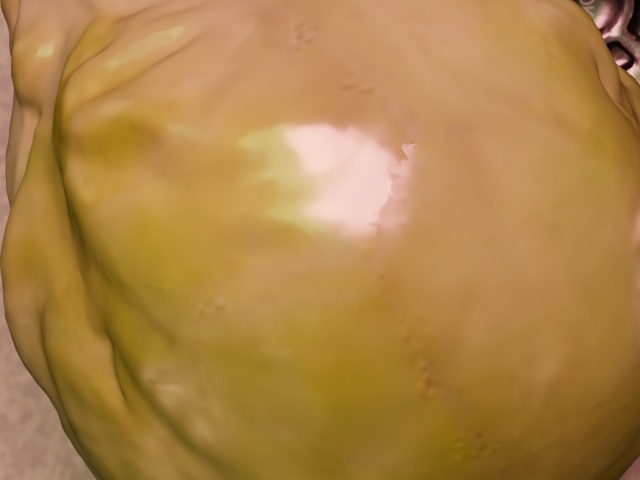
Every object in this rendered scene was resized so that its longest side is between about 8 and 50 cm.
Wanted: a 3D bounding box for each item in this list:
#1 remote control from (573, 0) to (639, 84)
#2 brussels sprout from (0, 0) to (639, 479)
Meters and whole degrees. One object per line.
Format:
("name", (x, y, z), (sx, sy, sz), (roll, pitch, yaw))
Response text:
("remote control", (0.104, -0.093, 0.686), (0.399, 0.062, 0.144), (-1, 75, 21))
("brussels sprout", (0.011, 0.005, 0.579), (0.274, 0.243, 0.316), (0, 114, 42))
